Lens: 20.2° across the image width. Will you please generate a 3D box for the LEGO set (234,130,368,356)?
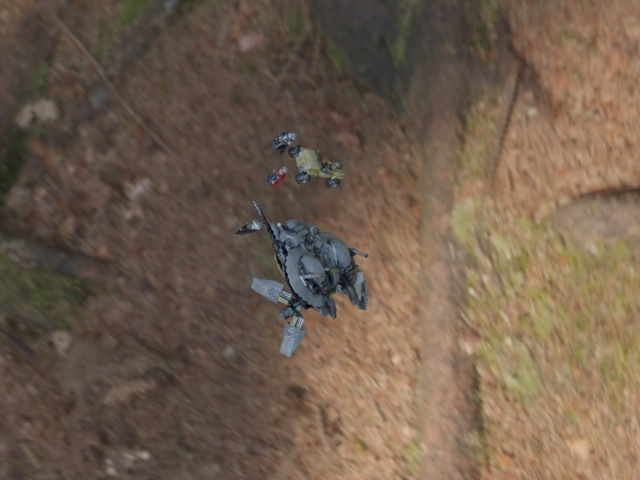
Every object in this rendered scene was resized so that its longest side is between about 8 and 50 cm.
[{"bbox_3d":[-0.002,-0.002,0.582,0.023,0.054,0.083,-28,59,36],"label":"LEGO set"}]
